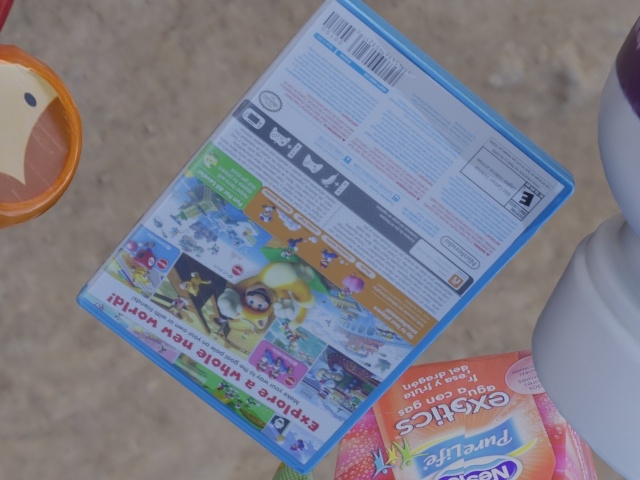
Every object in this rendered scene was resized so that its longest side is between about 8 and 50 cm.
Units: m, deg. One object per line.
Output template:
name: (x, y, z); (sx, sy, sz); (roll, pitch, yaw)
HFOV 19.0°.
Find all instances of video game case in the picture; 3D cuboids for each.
video game case: (0.000, 0.000, 0.743); (0.119, 0.015, 0.166); (38, 110, -9)

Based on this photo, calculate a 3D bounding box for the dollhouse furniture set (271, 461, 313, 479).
dollhouse furniture set: (-0.053, 0.175, 1.000); (0.058, 0.076, 0.152); (21, 105, -5)

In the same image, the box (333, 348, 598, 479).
box: (0.110, 0.231, 1.179); (0.142, 0.154, 0.300); (-9, 125, 13)

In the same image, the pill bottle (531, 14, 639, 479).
pill bottle: (0.185, -0.058, 0.555); (0.169, 0.169, 0.301); (7, 123, -38)

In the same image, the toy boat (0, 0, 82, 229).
toy boat: (-0.132, -0.066, 0.588); (0.151, 0.231, 0.151); (-37, 109, 6)
